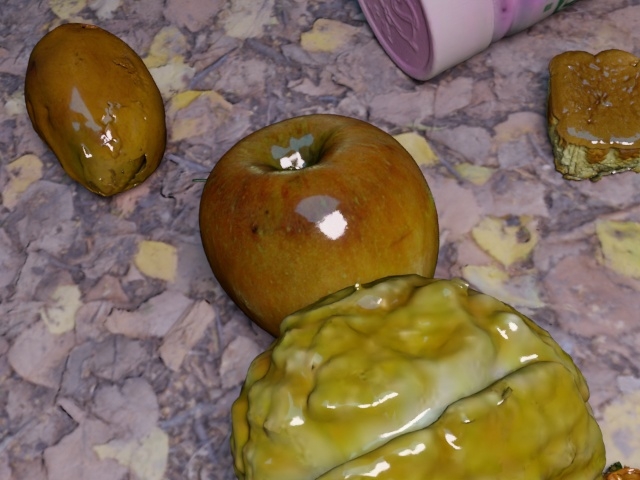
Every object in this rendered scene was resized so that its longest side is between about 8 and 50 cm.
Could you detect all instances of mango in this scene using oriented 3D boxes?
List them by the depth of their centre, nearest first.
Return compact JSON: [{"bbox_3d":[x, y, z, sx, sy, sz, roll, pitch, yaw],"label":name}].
[{"bbox_3d":[-0.276,-0.157,0.983,0.156,0.151,0.249,-41,59,23],"label":"mango"}]

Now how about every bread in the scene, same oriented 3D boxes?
[{"bbox_3d":[0.306,-0.136,0.869,0.127,0.069,0.140,-3,58,9],"label":"bread"}]

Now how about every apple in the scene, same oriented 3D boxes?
[{"bbox_3d":[0.000,0.000,0.788,0.236,0.208,0.237,-9,37,7],"label":"apple"}]

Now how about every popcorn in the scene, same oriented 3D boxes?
[{"bbox_3d":[0.072,0.153,0.615,0.282,0.247,0.282,-16,30,10],"label":"popcorn"}]

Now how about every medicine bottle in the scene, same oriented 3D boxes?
[{"bbox_3d":[0.213,-0.349,0.942,0.325,0.212,0.212,-28,56,-7],"label":"medicine bottle"}]

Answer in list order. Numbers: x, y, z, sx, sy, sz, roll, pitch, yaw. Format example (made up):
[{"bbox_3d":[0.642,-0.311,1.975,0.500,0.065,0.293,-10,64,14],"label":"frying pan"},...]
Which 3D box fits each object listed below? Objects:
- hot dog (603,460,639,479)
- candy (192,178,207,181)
[{"bbox_3d":[0.256,0.258,0.633,0.072,0.055,0.188,-8,58,9],"label":"hot dog"},{"bbox_3d":[-0.113,-0.072,0.954,0.083,0.025,0.023,3,15,24],"label":"candy"}]
